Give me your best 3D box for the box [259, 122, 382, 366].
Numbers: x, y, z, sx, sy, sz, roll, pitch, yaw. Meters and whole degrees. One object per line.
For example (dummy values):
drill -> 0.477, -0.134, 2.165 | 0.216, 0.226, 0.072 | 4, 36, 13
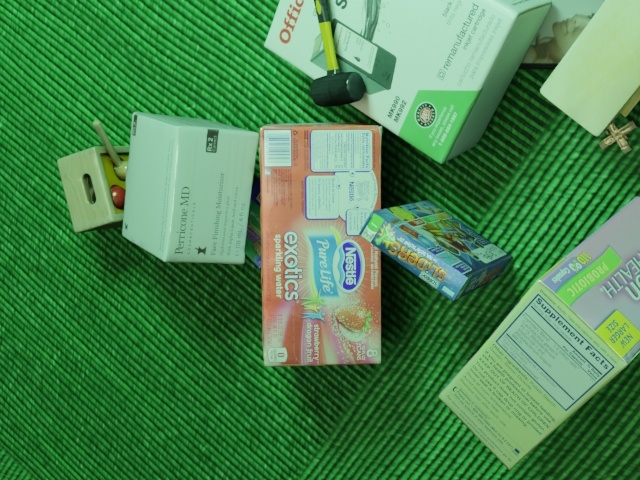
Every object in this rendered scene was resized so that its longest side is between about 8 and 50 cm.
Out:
box -> 0.000, 0.000, 1.276 | 0.154, 0.142, 0.300 | -2, 97, -2

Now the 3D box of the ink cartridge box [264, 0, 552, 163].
ink cartridge box -> 0.097, -0.263, 1.217 | 0.289, 0.121, 0.211 | 35, 125, 18

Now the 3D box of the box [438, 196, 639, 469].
box -> 0.278, 0.103, 1.098 | 0.117, 0.213, 0.243 | 46, 140, 14

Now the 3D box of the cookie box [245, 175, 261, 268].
cookie box -> -0.073, -0.029, 1.389 | 0.092, 0.040, 0.107 | 47, 111, 13

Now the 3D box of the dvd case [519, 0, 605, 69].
dvd case -> 0.340, -0.283, 1.136 | 0.253, 0.022, 0.180 | 7, 116, 31

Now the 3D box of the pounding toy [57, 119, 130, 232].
pounding toy -> -0.306, -0.093, 1.441 | 0.100, 0.130, 0.141 | -14, 89, 25

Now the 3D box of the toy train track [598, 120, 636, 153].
toy train track -> 0.346, -0.141, 1.197 | 0.048, 0.014, 0.083 | -36, 80, 24

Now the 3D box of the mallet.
mallet -> 0.014, -0.252, 1.179 | 0.062, 0.039, 0.189 | 7, 110, 35

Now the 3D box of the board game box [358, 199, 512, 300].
board game box -> 0.144, 0.007, 1.204 | 0.136, 0.201, 0.035 | 36, 109, 18

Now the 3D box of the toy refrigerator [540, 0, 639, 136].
toy refrigerator -> 0.359, -0.245, 1.062 | 0.094, 0.102, 0.269 | 41, 128, 10

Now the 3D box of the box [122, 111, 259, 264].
box -> -0.181, -0.073, 1.350 | 0.182, 0.119, 0.181 | 23, 109, 58
